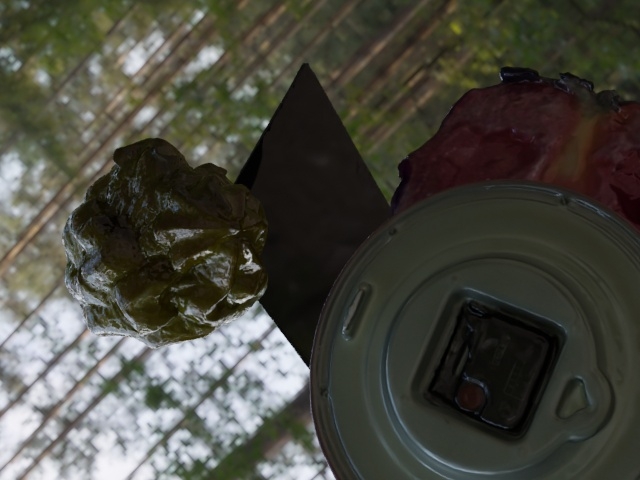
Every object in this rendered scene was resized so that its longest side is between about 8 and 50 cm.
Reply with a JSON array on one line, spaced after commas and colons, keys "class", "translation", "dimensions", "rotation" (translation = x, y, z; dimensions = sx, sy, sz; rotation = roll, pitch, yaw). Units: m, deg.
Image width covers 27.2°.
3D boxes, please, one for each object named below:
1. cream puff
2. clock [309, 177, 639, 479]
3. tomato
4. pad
[{"class": "cream puff", "translation": [-0.100, -0.006, 0.841], "dimensions": [0.116, 0.146, 0.146], "rotation": [93, 153, -52]}, {"class": "clock", "translation": [0.108, 0.080, 0.812], "dimensions": [0.244, 0.244, 0.056], "rotation": [55, -174, 22]}, {"class": "tomato", "translation": [0.213, 0.021, 1.143], "dimensions": [0.334, 0.290, 0.176], "rotation": [16, 153, 33]}, {"class": "pad", "translation": [-0.001, 0.000, 1.286], "dimensions": [0.005, 0.202, 0.300], "rotation": [11, 151, 34]}]
